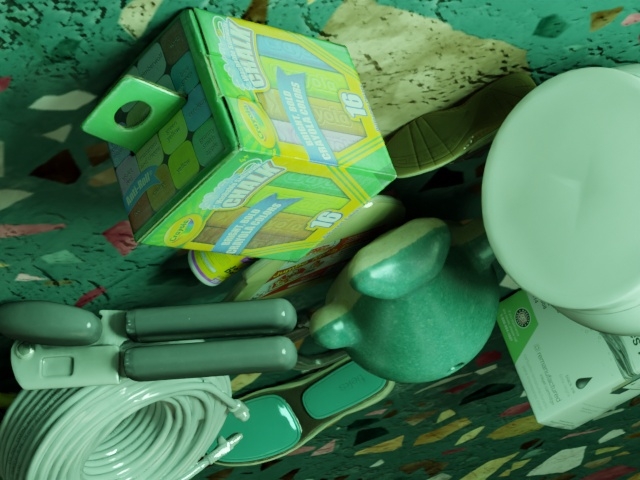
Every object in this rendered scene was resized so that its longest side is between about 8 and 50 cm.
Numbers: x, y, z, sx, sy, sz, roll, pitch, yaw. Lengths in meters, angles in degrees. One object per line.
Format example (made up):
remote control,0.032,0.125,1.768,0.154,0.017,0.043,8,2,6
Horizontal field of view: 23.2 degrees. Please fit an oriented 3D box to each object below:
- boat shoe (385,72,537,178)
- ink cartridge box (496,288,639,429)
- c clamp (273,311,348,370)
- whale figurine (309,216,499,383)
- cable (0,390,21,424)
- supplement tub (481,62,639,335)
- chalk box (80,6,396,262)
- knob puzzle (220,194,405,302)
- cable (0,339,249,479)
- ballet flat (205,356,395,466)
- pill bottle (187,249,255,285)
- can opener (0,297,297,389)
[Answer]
boat shoe,0.127,-0.092,1.376,0.152,0.056,0.049,-25,150,12
ink cartridge box,0.331,0.098,1.794,0.219,0.160,0.092,-34,152,27
c clamp,0.001,0.113,1.748,0.137,0.022,0.160,-25,156,15
whale figurine,0.095,0.059,1.516,0.216,0.141,0.272,-29,167,-2
cable,-0.375,0.169,1.583,0.139,0.072,0.287,-27,143,30
supplement tub,0.315,-0.027,1.376,0.235,0.235,0.325,-36,152,32
chalk box,-0.074,-0.078,1.168,0.213,0.132,0.132,6,145,-43
knob puzzle,0.000,0.000,1.477,0.213,0.030,0.213,-27,166,-7
cable,-0.209,0.190,1.598,0.257,0.089,0.257,-36,148,-13
ballet flat,-0.026,0.201,1.857,0.248,0.086,0.086,-21,156,1
pill bottle,-0.081,0.005,1.441,0.083,0.043,0.043,-34,152,29
can opener,-0.162,0.094,1.442,0.280,0.074,0.093,-3,162,6
